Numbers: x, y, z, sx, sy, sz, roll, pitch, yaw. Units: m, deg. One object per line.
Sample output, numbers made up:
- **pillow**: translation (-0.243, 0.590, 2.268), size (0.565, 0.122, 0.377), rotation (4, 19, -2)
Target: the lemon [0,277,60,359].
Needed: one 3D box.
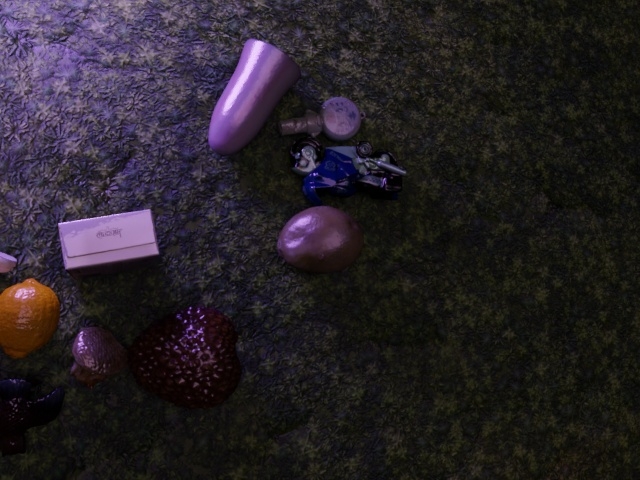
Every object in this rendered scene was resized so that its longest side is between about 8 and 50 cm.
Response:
- **lemon**: translation (-0.673, 0.179, 1.338), size (0.142, 0.142, 0.186), rotation (14, 85, -17)

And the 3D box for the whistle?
- **whistle**: translation (0.007, -0.336, 1.669), size (0.258, 0.067, 0.125), rotation (-12, 88, -15)

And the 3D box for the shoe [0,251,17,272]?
- **shoe**: translation (-0.835, 0.061, 1.328), size (0.265, 0.095, 0.110), rotation (13, 86, -12)

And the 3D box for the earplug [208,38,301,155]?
- **earplug**: translation (-0.196, -0.356, 1.560), size (0.173, 0.172, 0.301), rotation (30, 81, -13)

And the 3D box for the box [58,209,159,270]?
- **box**: translation (-0.484, 0.015, 1.358), size (0.195, 0.260, 0.110), rotation (-10, 83, -21)

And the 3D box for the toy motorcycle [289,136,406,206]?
- **toy motorcycle**: translation (0.071, -0.180, 1.647), size (0.332, 0.125, 0.196), rotation (7, 83, -14)

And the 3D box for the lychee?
- **lychee**: translation (-0.322, 0.278, 1.397), size (0.272, 0.271, 0.271), rotation (2, 83, -19)

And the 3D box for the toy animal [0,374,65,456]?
- **toy animal**: translation (-0.692, 0.396, 1.319), size (0.219, 0.116, 0.179), rotation (1, 83, -25)

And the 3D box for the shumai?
- **shumai**: translation (-0.537, 0.283, 1.398), size (0.146, 0.145, 0.116), rotation (39, 116, -11)

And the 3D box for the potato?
- **potato**: translation (0.000, 0.000, 1.582), size (0.235, 0.160, 0.177), rotation (-16, 51, -6)
